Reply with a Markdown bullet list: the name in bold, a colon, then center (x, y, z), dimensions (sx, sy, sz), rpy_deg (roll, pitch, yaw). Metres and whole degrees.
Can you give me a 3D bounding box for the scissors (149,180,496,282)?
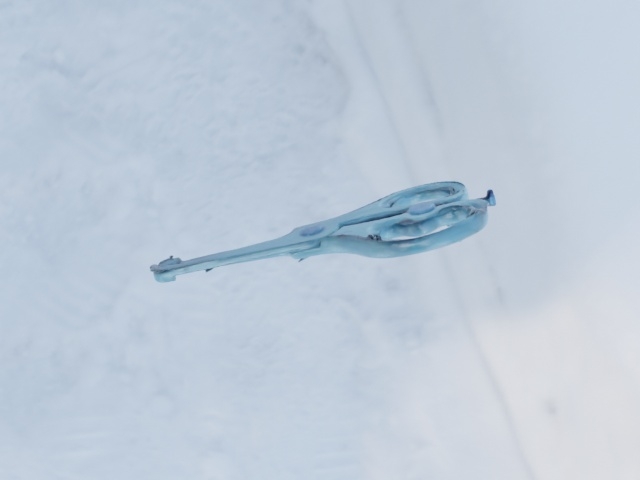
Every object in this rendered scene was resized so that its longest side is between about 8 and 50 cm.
- **scissors**: center (0.000, 0.001, 1.383), dimensions (0.393, 0.180, 0.032), rpy_deg (-12, 107, 8)
